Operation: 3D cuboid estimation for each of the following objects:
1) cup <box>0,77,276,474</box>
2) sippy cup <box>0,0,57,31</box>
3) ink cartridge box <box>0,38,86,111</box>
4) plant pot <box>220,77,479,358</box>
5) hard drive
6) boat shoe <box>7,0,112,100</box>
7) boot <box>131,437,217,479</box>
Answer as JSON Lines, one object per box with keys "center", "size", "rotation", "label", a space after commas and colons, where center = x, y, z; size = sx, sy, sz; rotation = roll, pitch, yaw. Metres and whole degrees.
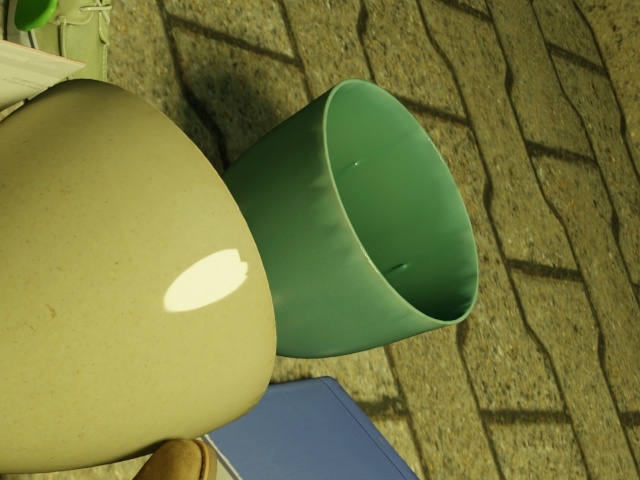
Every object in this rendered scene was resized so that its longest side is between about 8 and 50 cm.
{"center": [-0.234, 0.062, 1.317], "size": [0.237, 0.331, 0.331], "rotation": [-32, 96, -38], "label": "cup"}
{"center": [-0.376, -0.265, 1.415], "size": [0.305, 0.240, 0.224], "rotation": [0, 74, -17], "label": "sippy cup"}
{"center": [-0.378, -0.135, 1.241], "size": [0.296, 0.261, 0.066], "rotation": [11, 59, -56], "label": "ink cartridge box"}
{"center": [0.000, 0.000, 1.787], "size": [0.293, 0.235, 0.293], "rotation": [40, 36, -38], "label": "plant pot"}
{"center": [-0.014, 0.241, 1.693], "size": [0.210, 0.040, 0.318], "rotation": [49, 22, 20], "label": "hard drive"}
{"center": [-0.269, -0.250, 1.689], "size": [0.109, 0.094, 0.302], "rotation": [20, 50, -52], "label": "boat shoe"}
{"center": [-0.198, 0.266, 1.248], "size": [0.115, 0.112, 0.305], "rotation": [43, 74, -21], "label": "boot"}
